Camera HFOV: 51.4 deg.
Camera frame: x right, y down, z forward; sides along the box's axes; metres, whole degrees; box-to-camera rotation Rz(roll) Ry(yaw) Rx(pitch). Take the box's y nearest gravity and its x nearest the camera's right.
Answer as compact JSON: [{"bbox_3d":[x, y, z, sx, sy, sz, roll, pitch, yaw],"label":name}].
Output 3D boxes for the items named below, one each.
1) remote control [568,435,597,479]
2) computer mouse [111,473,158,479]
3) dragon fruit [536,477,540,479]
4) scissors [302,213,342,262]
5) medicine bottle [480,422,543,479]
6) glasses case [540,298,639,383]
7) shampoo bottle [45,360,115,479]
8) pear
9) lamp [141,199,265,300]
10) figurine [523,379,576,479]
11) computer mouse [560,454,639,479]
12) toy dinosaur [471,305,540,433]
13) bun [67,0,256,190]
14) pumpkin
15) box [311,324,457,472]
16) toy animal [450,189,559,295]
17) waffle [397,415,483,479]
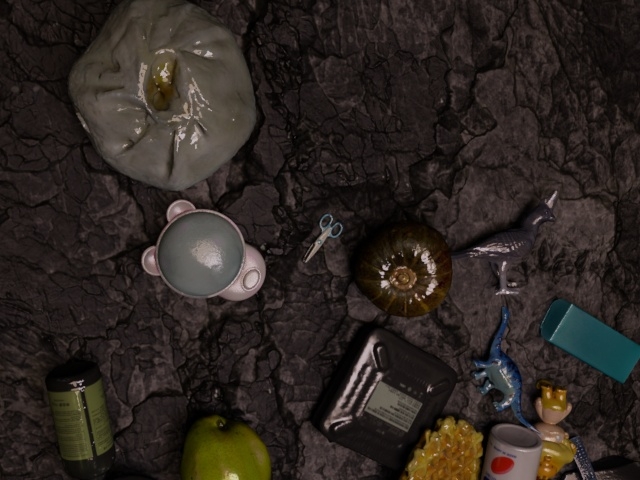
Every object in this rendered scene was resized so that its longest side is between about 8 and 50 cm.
[{"bbox_3d":[0.706,0.606,1.791,0.043,0.027,0.153,-19,81,-5],"label":"remote control"},{"bbox_3d":[-0.334,0.567,1.337,0.137,0.086,0.270,-45,130,-9],"label":"computer mouse"},{"bbox_3d":[0.565,0.712,1.754,0.106,0.083,0.162,40,81,-24],"label":"dragon fruit"},{"bbox_3d":[0.000,0.000,1.457,0.058,0.014,0.119,39,80,-21],"label":"scissors"},{"bbox_3d":[0.458,0.640,1.660,0.130,0.130,0.341,1,105,-21],"label":"medicine bottle"},{"bbox_3d":[0.711,0.265,1.751,0.300,0.070,0.117,30,93,-24],"label":"glasses case"},{"bbox_3d":[-0.456,0.381,1.290,0.101,0.101,0.284,-11,102,-19],"label":"shampoo bottle"},{"bbox_3d":[-0.196,0.462,1.368,0.187,0.187,0.220,-11,90,-19],"label":"pear"},{"bbox_3d":[-0.218,0.037,1.328,0.246,0.108,0.180,29,91,-23],"label":"lamp"},{"bbox_3d":[0.578,0.489,1.702,0.156,0.131,0.247,11,96,12],"label":"figurine"},{"bbox_3d":[0.791,0.699,1.833,0.295,0.087,0.169,-6,97,-18],"label":"computer mouse"},{"bbox_3d":[0.441,0.339,1.647,0.144,0.076,0.330,-14,87,-15],"label":"toy dinosaur"},{"bbox_3d":[-0.272,-0.264,1.213,0.354,0.194,0.355,-3,100,-19],"label":"bun"},{"bbox_3d":[0.191,0.063,1.468,0.218,0.162,0.219,0,95,5],"label":"pumpkin"},{"bbox_3d":[0.158,0.370,1.542,0.290,0.073,0.289,32,86,-24],"label":"box"},{"bbox_3d":[0.430,0.038,1.598,0.366,0.081,0.206,-23,110,-9],"label":"toy animal"},{"bbox_3d":[0.284,0.571,1.589,0.325,0.068,0.302,37,80,-41],"label":"waffle"}]
